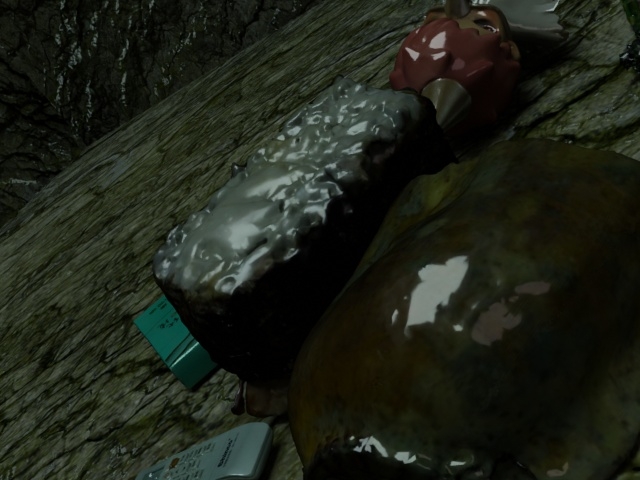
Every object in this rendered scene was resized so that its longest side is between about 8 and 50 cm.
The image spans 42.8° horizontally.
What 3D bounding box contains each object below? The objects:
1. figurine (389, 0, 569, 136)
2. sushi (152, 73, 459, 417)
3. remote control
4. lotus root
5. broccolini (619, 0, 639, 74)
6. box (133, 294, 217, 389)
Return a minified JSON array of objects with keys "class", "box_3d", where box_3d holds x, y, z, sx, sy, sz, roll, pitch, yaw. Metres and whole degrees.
[{"class":"figurine","box_3d":[0.175,-0.233,0.992,0.207,0.166,0.387,12,45,31]},{"class":"sushi","box_3d":[0.000,0.000,0.761,0.343,0.182,0.196,-50,28,-21]},{"class":"remote control","box_3d":[-0.109,0.205,0.704,0.162,0.029,0.061,-30,19,30]},{"class":"lotus root","box_3d":[0.074,0.065,0.554,0.260,0.149,0.267,-48,21,-30]},{"class":"broccolini","box_3d":[0.358,-0.253,0.912,0.071,0.057,0.254,11,35,2]},{"class":"box","box_3d":[-0.134,0.082,0.985,0.161,0.042,0.226,-42,21,-12]}]
